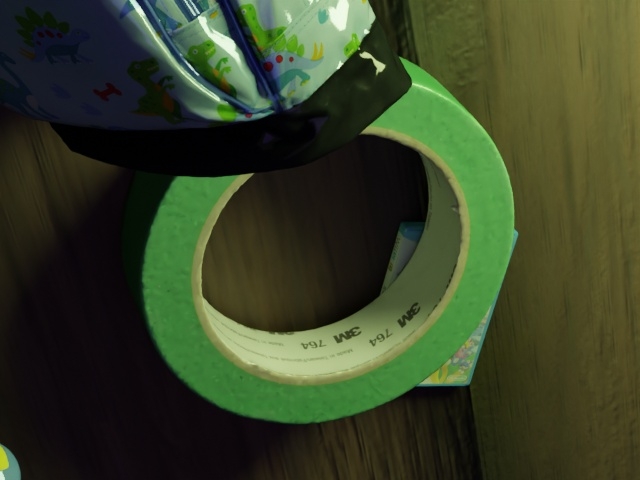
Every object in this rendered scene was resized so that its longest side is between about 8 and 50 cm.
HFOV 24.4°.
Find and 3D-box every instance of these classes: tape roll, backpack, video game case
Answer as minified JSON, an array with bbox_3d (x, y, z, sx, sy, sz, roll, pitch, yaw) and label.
[{"bbox_3d":[0.000,0.000,1.224,0.321,0.077,0.321,-9,120,-17],"label":"tape roll"},{"bbox_3d":[-0.146,-0.208,0.899,0.273,0.290,0.356,-39,126,-37],"label":"backpack"},{"bbox_3d":[0.106,0.061,1.358,0.119,0.015,0.166,2,117,-26],"label":"video game case"}]

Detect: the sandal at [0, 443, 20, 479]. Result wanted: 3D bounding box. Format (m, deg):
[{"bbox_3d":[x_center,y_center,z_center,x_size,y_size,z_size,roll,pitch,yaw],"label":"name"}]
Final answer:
[{"bbox_3d":[-0.334,0.289,1.231,0.138,0.126,0.317,23,115,-37],"label":"sandal"}]
